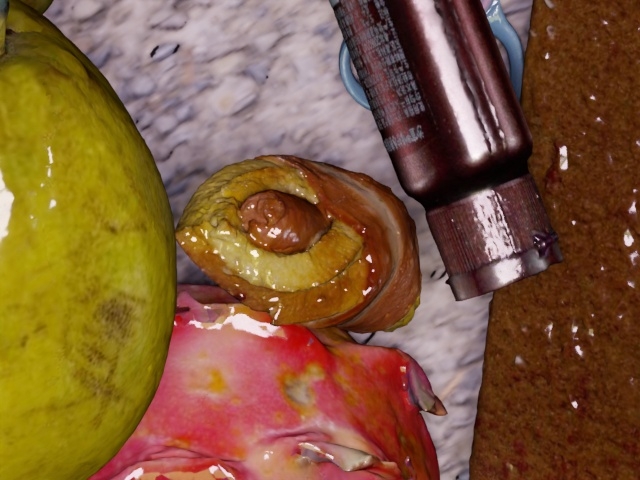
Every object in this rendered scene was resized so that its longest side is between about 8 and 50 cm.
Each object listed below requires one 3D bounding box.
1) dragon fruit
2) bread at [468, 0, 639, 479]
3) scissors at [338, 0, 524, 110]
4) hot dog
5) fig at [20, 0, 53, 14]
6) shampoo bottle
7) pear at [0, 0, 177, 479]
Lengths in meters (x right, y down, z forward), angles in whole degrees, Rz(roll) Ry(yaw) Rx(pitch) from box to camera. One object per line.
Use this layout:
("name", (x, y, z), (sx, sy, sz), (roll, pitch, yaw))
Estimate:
("dragon fruit", (-0.083, 0.226, 1.277), (0.386, 0.249, 0.371), (-37, 108, 10))
("bread", (0.204, -0.016, 1.254), (0.165, 0.113, 0.416), (15, 107, 30))
("scissors", (0.101, -0.195, 1.267), (0.125, 0.030, 0.256), (16, 107, -6))
("hot dog", (0.005, -0.002, 1.220), (0.123, 0.261, 0.093), (41, 100, 17))
("fig", (-0.256, -0.222, 1.184), (0.225, 0.203, 0.203), (20, 108, 34))
("shampoo bottle", (0.062, -0.125, 1.203), (0.084, 0.129, 0.323), (-22, 90, -20))
("pear", (-0.209, -0.001, 1.074), (0.287, 0.287, 0.375), (16, 134, -6))
